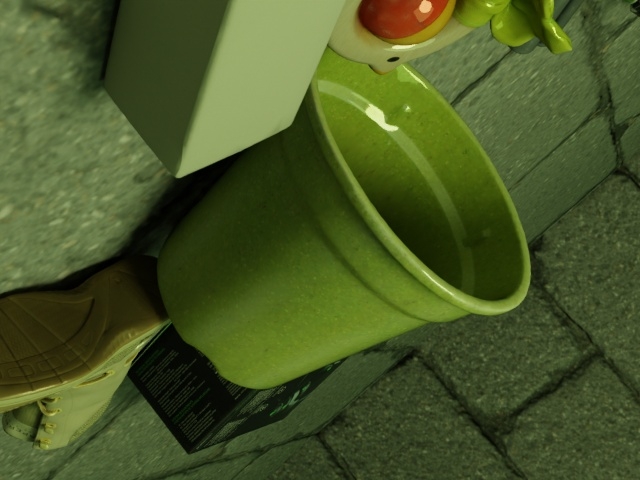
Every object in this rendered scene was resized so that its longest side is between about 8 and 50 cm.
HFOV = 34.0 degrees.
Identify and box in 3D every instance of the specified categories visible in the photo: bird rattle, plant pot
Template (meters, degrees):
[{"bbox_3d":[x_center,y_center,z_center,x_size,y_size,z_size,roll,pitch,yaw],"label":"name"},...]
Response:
[{"bbox_3d":[0.091,-0.199,0.790,0.207,0.143,0.253,-29,165,18],"label":"bird rattle"},{"bbox_3d":[0.000,0.000,0.931,0.254,0.276,0.276,-35,168,29],"label":"plant pot"}]

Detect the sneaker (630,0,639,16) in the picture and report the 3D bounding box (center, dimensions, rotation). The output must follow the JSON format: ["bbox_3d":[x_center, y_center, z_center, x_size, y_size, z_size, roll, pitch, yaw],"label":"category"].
[{"bbox_3d":[0.479,-0.350,1.387,0.178,0.072,0.077,-40,154,-31],"label":"sneaker"}]

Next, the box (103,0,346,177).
[{"bbox_3d":[-0.043,-0.166,0.618,0.113,0.094,0.275,-29,161,-35],"label":"box"}]

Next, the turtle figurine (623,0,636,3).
[{"bbox_3d":[0.501,-0.337,1.221,0.266,0.274,0.197,-34,130,-5],"label":"turtle figurine"}]

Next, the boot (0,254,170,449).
[{"bbox_3d":[-0.255,0.126,0.938,0.262,0.095,0.203,-30,163,-52],"label":"boot"}]

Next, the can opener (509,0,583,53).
[{"bbox_3d":[0.291,-0.285,1.052,0.076,0.095,0.283,-26,159,-39],"label":"can opener"}]

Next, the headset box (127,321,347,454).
[{"bbox_3d":[-0.054,0.118,1.299,0.246,0.131,0.283,-45,163,18],"label":"headset box"}]
